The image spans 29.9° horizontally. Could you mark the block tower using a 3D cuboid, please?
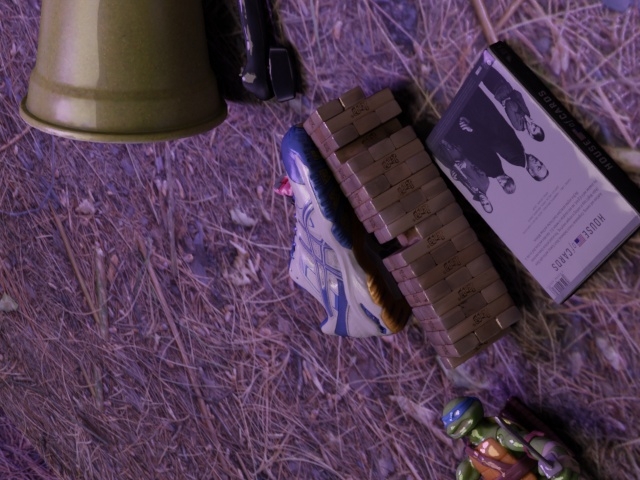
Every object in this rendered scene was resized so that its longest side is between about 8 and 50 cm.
[{"bbox_3d":[0.108,-0.019,1.377,0.335,0.091,0.097,60,169,0],"label":"block tower"}]

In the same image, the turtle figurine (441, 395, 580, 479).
[{"bbox_3d":[0.224,0.315,1.369,0.266,0.198,0.274,41,-172,-1],"label":"turtle figurine"}]

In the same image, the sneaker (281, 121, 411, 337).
[{"bbox_3d":[0.000,0.000,1.488,0.131,0.112,0.296,-13,110,31],"label":"sneaker"}]

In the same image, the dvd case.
[{"bbox_3d":[0.222,-0.068,1.268,0.238,0.030,0.179,51,145,14],"label":"dvd case"}]

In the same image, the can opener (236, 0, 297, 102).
[{"bbox_3d":[-0.079,-0.263,1.509,0.059,0.073,0.186,-96,-6,-72],"label":"can opener"}]

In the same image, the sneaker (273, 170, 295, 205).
[{"bbox_3d":[-0.007,-0.058,1.575,0.119,0.047,0.057,16,149,47],"label":"sneaker"}]

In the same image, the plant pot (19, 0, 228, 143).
[{"bbox_3d":[-0.256,-0.289,1.558,0.276,0.276,0.253,25,121,41],"label":"plant pot"}]
